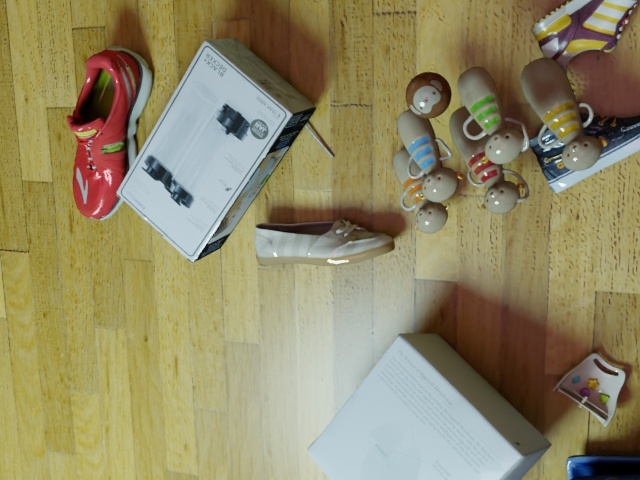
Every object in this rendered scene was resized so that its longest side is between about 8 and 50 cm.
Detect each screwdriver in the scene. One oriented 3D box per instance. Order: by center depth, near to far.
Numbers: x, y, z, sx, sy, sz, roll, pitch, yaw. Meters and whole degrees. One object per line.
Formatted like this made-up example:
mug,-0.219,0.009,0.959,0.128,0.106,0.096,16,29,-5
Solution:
screwdriver,-0.034,-0.186,1.151,0.170,0.024,0.025,47,141,4

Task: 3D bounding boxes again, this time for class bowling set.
bowling set,0.173,-0.110,0.969,0.287,0.200,0.154,-34,66,34

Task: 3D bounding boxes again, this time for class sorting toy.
sorting toy,0.373,0.195,1.073,0.083,0.045,0.075,35,103,11

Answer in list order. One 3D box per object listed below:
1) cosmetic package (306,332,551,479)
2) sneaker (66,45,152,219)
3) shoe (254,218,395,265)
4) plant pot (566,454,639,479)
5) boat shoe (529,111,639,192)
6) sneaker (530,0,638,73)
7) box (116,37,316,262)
cosmetic package,0.146,0.282,1.078,0.224,0.138,0.225,45,109,28
sneaker,-0.349,-0.163,1.217,0.107,0.118,0.279,19,107,16
shoe,0.000,0.000,1.147,0.219,0.076,0.058,-3,105,23
plant pot,0.422,0.403,1.004,0.236,0.212,0.236,-6,100,21
boat shoe,0.356,-0.138,0.994,0.183,0.065,0.083,-31,89,23
sneaker,0.358,-0.281,0.969,0.185,0.069,0.084,-30,98,29
box,-0.159,-0.130,1.158,0.169,0.087,0.290,40,117,8
